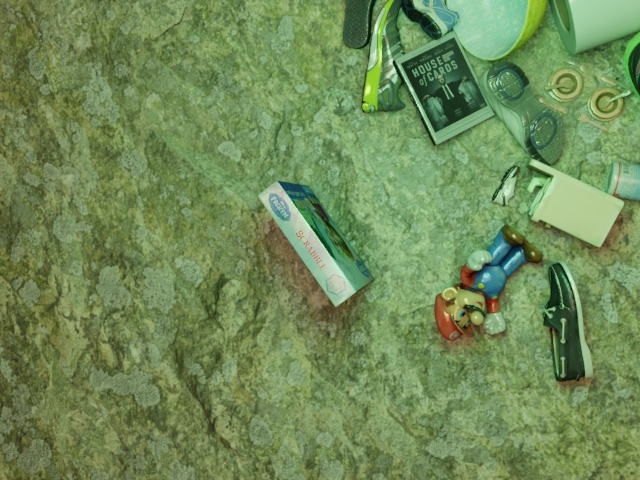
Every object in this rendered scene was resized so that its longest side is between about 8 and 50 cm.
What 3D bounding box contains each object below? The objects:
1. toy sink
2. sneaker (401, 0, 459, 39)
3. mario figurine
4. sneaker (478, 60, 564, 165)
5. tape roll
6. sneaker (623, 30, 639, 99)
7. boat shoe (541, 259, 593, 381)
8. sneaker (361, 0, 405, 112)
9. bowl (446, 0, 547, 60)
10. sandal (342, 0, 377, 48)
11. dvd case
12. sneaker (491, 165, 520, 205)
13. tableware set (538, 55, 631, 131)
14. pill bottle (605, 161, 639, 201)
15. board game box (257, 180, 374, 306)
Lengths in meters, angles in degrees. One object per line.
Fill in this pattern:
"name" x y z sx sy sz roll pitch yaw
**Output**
"toy sink" 0.584 -0.087 1.706 0.234 0.153 0.131 28 99 9
"sneaker" 0.269 -0.594 1.782 0.081 0.080 0.211 -31 64 -7
"mario figurine" 0.419 0.128 1.746 0.198 0.170 0.321 40 98 6
"sneaker" 0.498 -0.314 1.739 0.111 0.129 0.297 -36 104 -1
"tape roll" 0.635 -0.575 1.624 0.169 0.246 0.246 -17 89 13
"sneaker" 0.858 -0.267 1.581 0.185 0.202 0.483 -40 102 15
"boat shoe" 0.597 0.203 1.736 0.091 0.114 0.303 -13 89 7
"sneaker" 0.183 -0.473 1.814 0.121 0.111 0.300 9 99 1
"bowl" 0.451 -0.593 1.689 0.156 0.289 0.290 -19 88 -25
"sandal" 0.110 -0.635 1.844 0.097 0.054 0.255 19 106 18
"dvd case" 0.311 -0.383 1.771 0.179 0.029 0.239 -28 94 -10
"sneaker" 0.480 -0.139 1.789 0.043 0.040 0.109 26 102 -6
"tableware set" 0.656 -0.364 1.734 0.194 0.039 0.128 28 98 10
"pill bottle" 0.778 -0.137 1.692 0.160 0.087 0.087 11 95 12
"board game box" 0.000 0.000 1.757 0.065 0.318 0.318 -36 86 11
